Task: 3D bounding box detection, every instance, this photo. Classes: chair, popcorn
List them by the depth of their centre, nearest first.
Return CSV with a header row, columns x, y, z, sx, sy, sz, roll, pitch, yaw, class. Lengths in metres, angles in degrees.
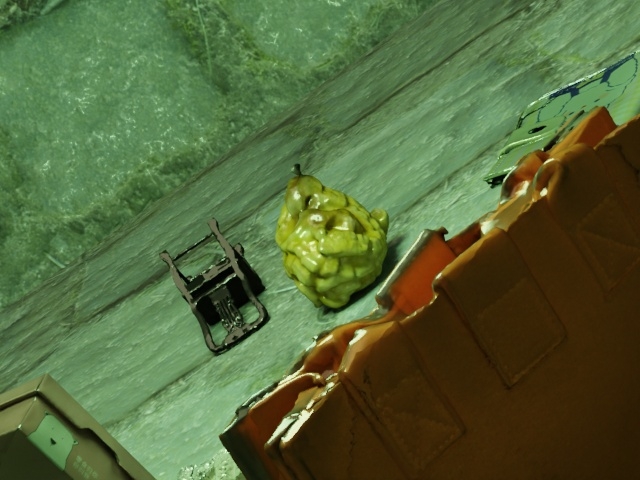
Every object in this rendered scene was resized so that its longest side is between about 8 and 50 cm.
x,y,z,sx,sy,sz,roll,pitch,yaw,class
0.014,0.006,2.408,0.140,0.163,0.194,-50,42,18,popcorn
-0.138,0.087,2.626,0.106,0.113,0.229,-34,52,5,chair

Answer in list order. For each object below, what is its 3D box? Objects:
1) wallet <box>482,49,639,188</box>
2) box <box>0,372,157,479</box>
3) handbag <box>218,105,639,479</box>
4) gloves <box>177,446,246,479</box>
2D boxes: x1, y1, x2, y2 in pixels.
x,y,z,sx,sy,sz,roll,pitch,yaw,class
0.334,-0.143,2.264,0.223,0.077,0.309,-25,15,26,wallet
-0.336,0.284,2.146,0.215,0.215,0.086,-25,29,36,box
0.156,0.120,1.344,0.410,0.303,0.116,-40,20,-20,handbag
-0.069,0.248,1.916,0.153,0.070,0.114,-27,-12,19,gloves
